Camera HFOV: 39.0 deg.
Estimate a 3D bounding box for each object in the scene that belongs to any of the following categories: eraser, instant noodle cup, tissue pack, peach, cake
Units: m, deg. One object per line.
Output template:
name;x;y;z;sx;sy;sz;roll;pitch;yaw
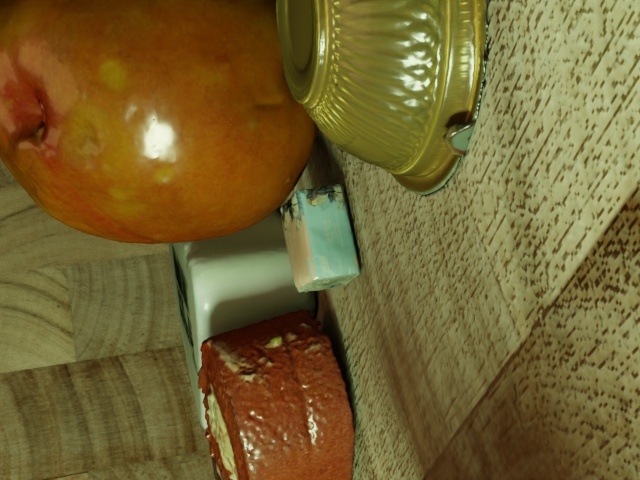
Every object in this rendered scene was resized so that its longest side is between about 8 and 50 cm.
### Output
eraser;-0.108;0.073;1.183;0.331;0.150;0.331;173;90;-74
instant noodle cup;0.025;-0.162;0.657;0.274;0.091;0.273;173;90;-75
tissue pack;0.000;0.000;0.898;0.074;0.059;0.094;134;127;-70
peach;-0.173;-0.147;0.895;0.343;0.302;0.342;16;124;25
cake;-0.045;0.219;1.025;0.177;0.151;0.283;54;151;39
